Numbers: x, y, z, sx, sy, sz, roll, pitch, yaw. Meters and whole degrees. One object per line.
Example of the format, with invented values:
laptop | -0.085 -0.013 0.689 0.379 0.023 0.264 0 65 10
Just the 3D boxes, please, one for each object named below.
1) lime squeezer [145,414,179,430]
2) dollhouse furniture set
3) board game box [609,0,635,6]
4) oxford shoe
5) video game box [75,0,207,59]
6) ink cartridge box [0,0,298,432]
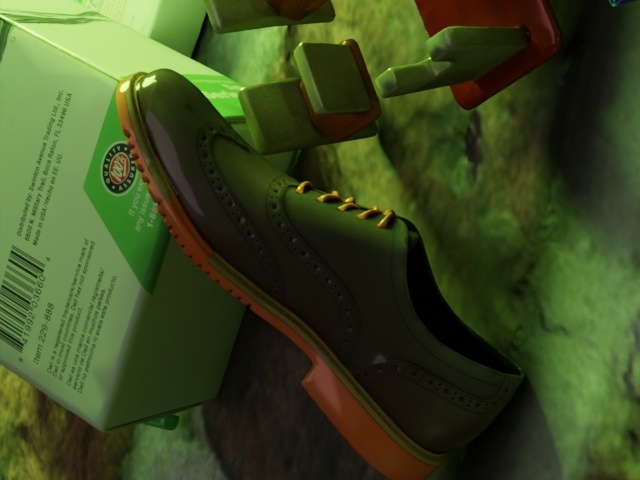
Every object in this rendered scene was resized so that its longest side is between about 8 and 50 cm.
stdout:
lime squeezer | -0.194 0.056 1.263 0.110 0.059 0.310 -38 52 7
dollhouse furniture set | 0.056 -0.202 0.933 0.262 0.135 0.259 -30 76 46
board game box | 0.144 -0.227 0.724 0.160 0.047 0.210 -31 79 58
oxford shoe | 0.000 0.000 0.932 0.098 0.097 0.271 -40 93 21
video game box | -0.150 -0.174 1.214 0.187 0.048 0.205 41 119 40
ink cartridge box | -0.179 -0.042 1.120 0.289 0.121 0.211 30 111 28
